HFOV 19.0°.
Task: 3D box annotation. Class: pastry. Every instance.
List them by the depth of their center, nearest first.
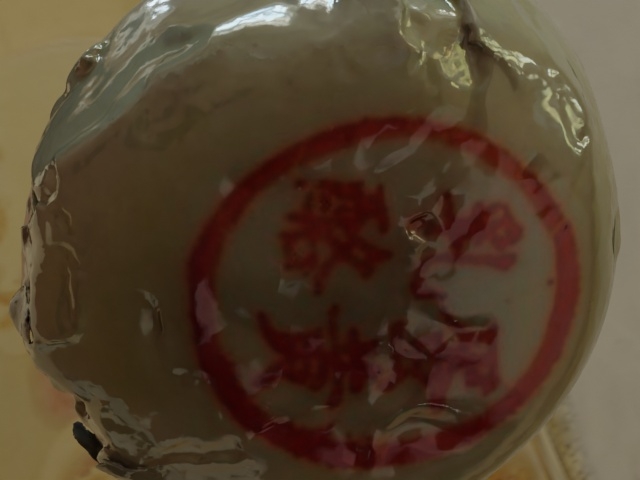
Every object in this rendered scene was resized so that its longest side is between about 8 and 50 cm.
[{"bbox_3d":[0.000,0.002,0.771,0.264,0.133,0.265,-4,-62,-8],"label":"pastry"}]
